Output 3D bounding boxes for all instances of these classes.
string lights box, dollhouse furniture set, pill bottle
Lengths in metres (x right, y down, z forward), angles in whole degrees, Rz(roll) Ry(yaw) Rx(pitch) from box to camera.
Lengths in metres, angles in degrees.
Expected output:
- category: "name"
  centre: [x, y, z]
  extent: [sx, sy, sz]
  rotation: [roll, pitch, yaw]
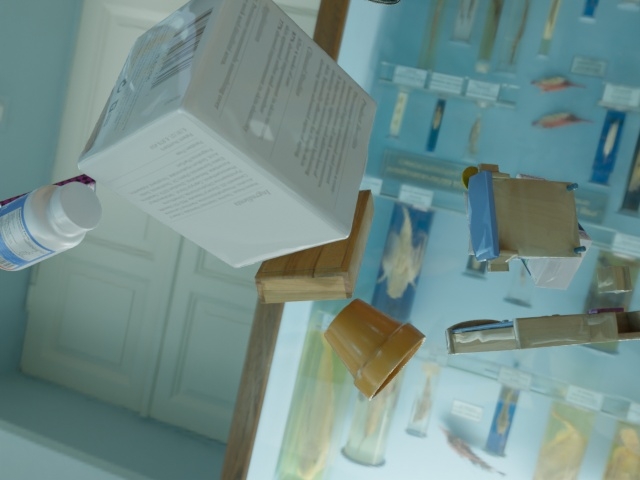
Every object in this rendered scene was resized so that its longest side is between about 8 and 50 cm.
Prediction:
- category: "string lights box"
  centre: [0.485, -0.026, 1.482]
  extent: [0.077, 0.133, 0.259]
  rotation: [8, -146, -12]
- category: "dollhouse furniture set"
  centre: [0.352, 0.031, 1.145]
  extent: [0.287, 0.303, 0.198]
  rotation: [0, 170, -23]
- category: "pill bottle"
  centre: [-0.512, -0.030, 1.241]
  extent: [0.222, 0.124, 0.124]
  rotation: [-19, 172, 27]

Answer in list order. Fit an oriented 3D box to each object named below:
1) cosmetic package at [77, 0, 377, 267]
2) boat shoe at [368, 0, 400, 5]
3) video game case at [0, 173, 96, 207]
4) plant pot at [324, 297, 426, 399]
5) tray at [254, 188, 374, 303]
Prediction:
- category: "cosmetic package"
  centre: [-0.155, -0.198, 1.255]
  extent: [0.328, 0.329, 0.394]
  rotation: [-16, 139, 41]
- category: "boat shoe"
  centre: [0.071, -0.605, 1.475]
  extent: [0.335, 0.119, 0.121]
  rotation: [-2, 150, -41]
- category: "video game case"
  centre: [-0.690, -0.064, 1.720]
  extent: [0.232, 0.210, 0.041]
  rotation: [-25, -112, -33]
- category: "plant pot"
  centre: [0.119, 0.248, 1.633]
  extent: [0.188, 0.205, 0.205]
  rotation: [41, -164, 16]
- category: "tray"
  centre: [0.000, 0.000, 1.575]
  extent: [0.203, 0.076, 0.411]
  rotation: [-4, -153, 14]
